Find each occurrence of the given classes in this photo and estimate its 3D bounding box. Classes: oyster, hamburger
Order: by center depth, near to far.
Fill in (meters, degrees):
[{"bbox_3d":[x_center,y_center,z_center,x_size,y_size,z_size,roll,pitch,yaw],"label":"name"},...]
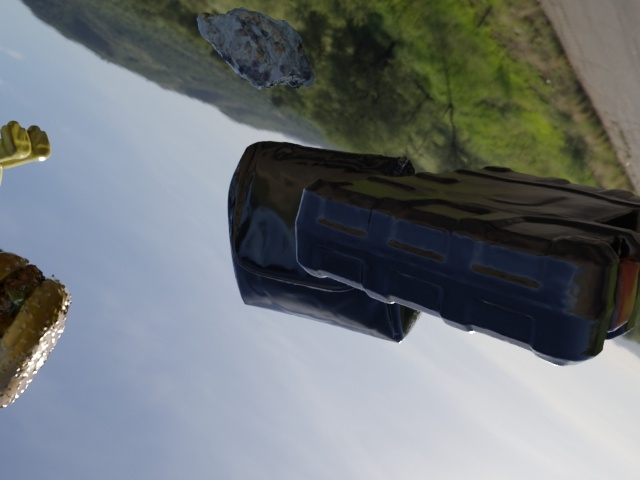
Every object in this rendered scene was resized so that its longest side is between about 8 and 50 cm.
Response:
[{"bbox_3d":[-0.056,-0.168,0.606,0.100,0.037,0.098,3,137,52],"label":"oyster"},{"bbox_3d":[-0.371,0.114,0.784,0.118,0.191,0.182,32,167,-3],"label":"hamburger"}]

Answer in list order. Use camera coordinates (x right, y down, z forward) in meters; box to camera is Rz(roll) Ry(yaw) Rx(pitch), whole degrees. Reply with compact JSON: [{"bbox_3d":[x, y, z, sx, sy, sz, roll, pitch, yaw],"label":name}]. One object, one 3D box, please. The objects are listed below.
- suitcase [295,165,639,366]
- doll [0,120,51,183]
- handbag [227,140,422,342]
[{"bbox_3d":[0.143,-0.003,0.489,0.206,0.066,0.286,17,-162,37],"label":"suitcase"},{"bbox_3d":[-0.547,-0.077,0.924,0.199,0.363,0.145,-8,-97,-83],"label":"doll"},{"bbox_3d":[-0.001,0.003,1.001,0.302,0.178,0.275,13,135,26],"label":"handbag"}]
